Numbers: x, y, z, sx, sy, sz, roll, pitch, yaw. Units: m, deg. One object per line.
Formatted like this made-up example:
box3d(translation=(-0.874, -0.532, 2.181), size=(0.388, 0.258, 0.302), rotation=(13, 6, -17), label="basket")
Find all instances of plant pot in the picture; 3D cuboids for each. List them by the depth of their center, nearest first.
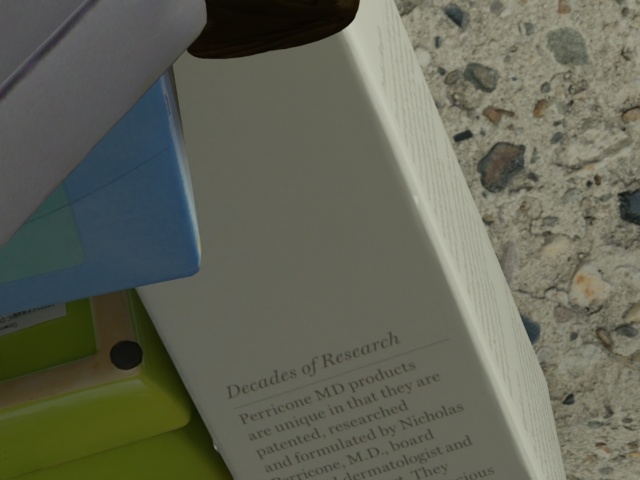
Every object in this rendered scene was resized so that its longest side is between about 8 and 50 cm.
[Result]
box3d(translation=(-0.166, 0.078, 1.128), size=(0.207, 0.228, 0.227), rotation=(71, 5, -58), label="plant pot")

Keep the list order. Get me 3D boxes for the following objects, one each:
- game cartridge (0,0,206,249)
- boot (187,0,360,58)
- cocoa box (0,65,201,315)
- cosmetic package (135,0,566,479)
box3d(translation=(-0.131, -0.046, 0.304), size=(0.355, 0.068, 0.230), rotation=(-51, 144, -34), label="game cartridge")
box3d(translation=(-0.024, -0.153, 0.578), size=(0.213, 0.077, 0.165), rotation=(139, -60, -80), label="boot")
box3d(translation=(-0.180, -0.157, 0.528), size=(0.228, 0.231, 0.347), rotation=(-106, -175, -46), label="cocoa box")
box3d(translation=(0.000, 0.000, 1.080), size=(0.230, 0.161, 0.453), rotation=(-91, 160, -60), label="cosmetic package")
